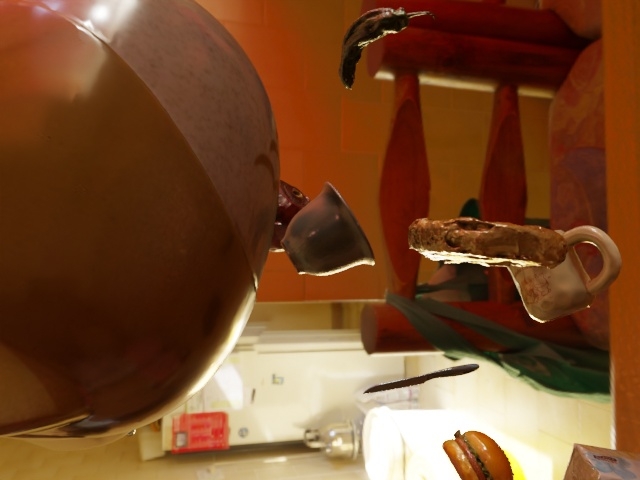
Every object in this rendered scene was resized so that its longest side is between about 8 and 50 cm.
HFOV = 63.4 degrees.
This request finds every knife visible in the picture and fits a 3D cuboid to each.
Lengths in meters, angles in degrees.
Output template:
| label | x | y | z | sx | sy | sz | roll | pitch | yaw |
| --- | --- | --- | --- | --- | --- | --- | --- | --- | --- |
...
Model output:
| label | x | y | z | sx | sy | sz | roll | pitch | yaw |
| --- | --- | --- | --- | --- | --- | --- | --- | --- | --- |
| knife | 0.256 | 0.350 | 1.308 | 0.019 | 0.313 | 0.044 | -110 | 17 | -45 |

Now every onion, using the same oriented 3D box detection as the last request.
| label | x | y | z | sx | sy | sz | roll | pitch | yaw |
| --- | --- | --- | --- | --- | --- | --- | --- | --- | --- |
| onion | -0.164 | -0.076 | 1.612 | 0.216 | 0.207 | 0.206 | -40 | 35 | 23 |

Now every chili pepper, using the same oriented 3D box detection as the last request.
| label | x | y | z | sx | sy | sz | roll | pitch | yaw |
| --- | --- | --- | --- | --- | --- | --- | --- | --- | --- |
| chili pepper | 0.139 | -0.508 | 1.292 | 0.279 | 0.122 | 0.065 | -34 | 25 | 23 |

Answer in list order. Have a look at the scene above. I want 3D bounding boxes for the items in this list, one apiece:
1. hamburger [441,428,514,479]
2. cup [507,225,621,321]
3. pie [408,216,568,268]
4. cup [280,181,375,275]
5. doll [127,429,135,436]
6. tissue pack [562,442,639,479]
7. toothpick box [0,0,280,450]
| label | x | y | z | sx | sy | sz | roll | pitch | yaw |
| --- | --- | --- | --- | --- | --- | --- | --- | --- | --- |
| hamburger | 0.500 | 0.701 | 1.620 | 0.246 | 0.170 | 0.246 | 63 | 180 | 1 |
| cup | 0.630 | 0.080 | 1.333 | 0.255 | 0.173 | 0.202 | -27 | 70 | 23 |
| pie | 0.359 | 0.013 | 1.124 | 0.339 | 0.340 | 0.083 | 159 | 119 | -74 |
| cup | 0.000 | 0.000 | 1.074 | 0.199 | 0.150 | 0.199 | 59 | 175 | 8 |
| doll | -0.628 | 0.437 | 1.456 | 0.296 | 0.141 | 0.117 | 41 | 160 | 10 |
| tissue pack | 0.480 | 0.410 | 0.740 | 0.145 | 0.230 | 0.159 | -76 | -4 | -75 |
| toothpick box | -0.254 | -0.018 | 0.519 | 0.409 | 0.409 | 0.425 | 125 | 155 | -65 |
